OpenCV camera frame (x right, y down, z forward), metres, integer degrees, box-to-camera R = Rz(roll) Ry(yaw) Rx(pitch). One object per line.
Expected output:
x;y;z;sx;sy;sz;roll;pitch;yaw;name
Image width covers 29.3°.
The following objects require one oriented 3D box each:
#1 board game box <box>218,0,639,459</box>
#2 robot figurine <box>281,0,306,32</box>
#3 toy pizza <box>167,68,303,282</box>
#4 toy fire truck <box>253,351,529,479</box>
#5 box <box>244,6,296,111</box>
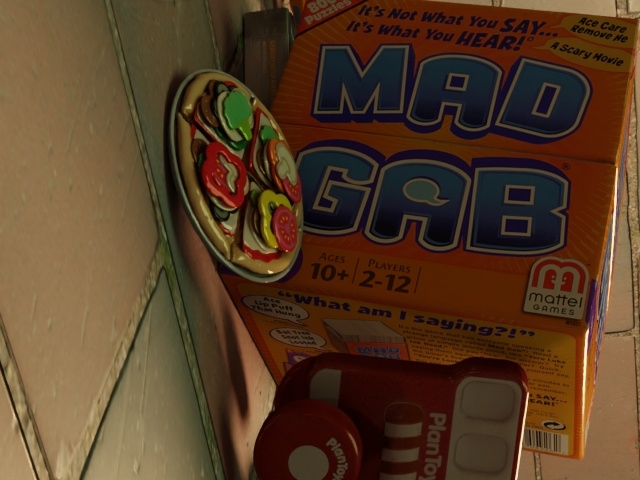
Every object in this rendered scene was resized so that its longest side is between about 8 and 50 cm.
0.141;-0.012;1.349;0.356;0.356;0.356;71;31;-59;board game box
-0.013;-0.306;1.643;0.211;0.085;0.291;-109;-174;-58;robot figurine
-0.065;-0.061;1.099;0.201;0.032;0.201;37;44;-46;toy pizza
0.067;0.254;1.196;0.169;0.253;0.302;-61;156;-76;toy fire truck
-0.042;-0.143;1.496;0.231;0.056;0.183;68;19;-65;box
